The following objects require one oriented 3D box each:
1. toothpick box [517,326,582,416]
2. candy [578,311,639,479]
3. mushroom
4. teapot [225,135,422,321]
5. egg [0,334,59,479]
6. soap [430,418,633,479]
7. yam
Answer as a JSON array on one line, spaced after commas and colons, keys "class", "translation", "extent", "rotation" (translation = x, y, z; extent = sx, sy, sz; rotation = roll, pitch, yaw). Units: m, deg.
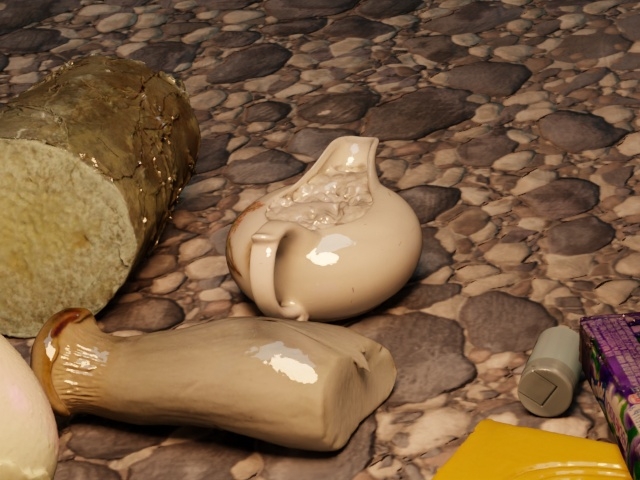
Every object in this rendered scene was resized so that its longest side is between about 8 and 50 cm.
[{"class": "toothpick box", "translation": [0.215, 0.121, 1.748], "extent": [0.052, 0.052, 0.083], "rotation": [3, 26, 18]}, {"class": "candy", "translation": [0.271, 0.130, 1.511], "extent": [0.088, 0.061, 0.312], "rotation": [-4, 16, 0]}, {"class": "mushroom", "translation": [-0.106, 0.127, 1.766], "extent": [0.328, 0.122, 0.159], "rotation": [3, -8, 17]}, {"class": "teapot", "translation": [0.000, 0.000, 1.945], "extent": [0.204, 0.139, 0.298], "rotation": [5, 28, 16]}, {"class": "egg", "translation": [-0.371, 0.159, 1.551], "extent": [0.336, 0.278, 0.278], "rotation": [4, 28, 13]}, {"class": "soap", "translation": [0.232, 0.245, 1.443], "extent": [0.324, 0.096, 0.204], "rotation": [8, 29, 27]}, {"class": "yam", "translation": [-0.275, -0.062, 2.057], "extent": [0.241, 0.241, 0.348], "rotation": [1, 26, 15]}]
